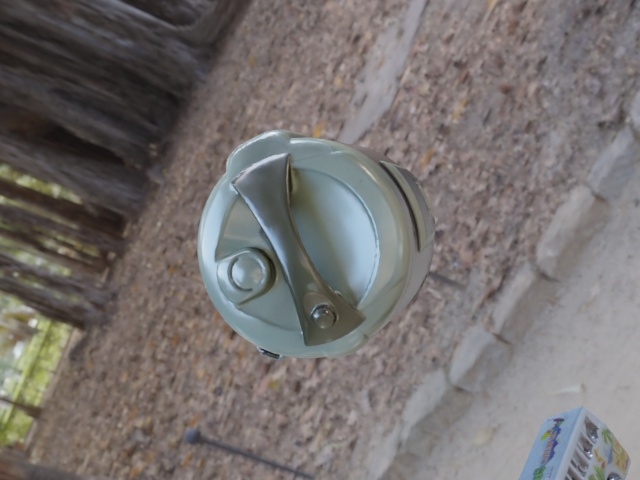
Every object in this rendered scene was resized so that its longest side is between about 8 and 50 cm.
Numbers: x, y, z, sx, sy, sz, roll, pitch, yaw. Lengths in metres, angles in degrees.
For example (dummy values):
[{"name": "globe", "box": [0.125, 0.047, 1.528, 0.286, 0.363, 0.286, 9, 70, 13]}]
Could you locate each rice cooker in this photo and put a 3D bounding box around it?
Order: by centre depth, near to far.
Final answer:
[{"name": "rice cooker", "box": [0.000, 0.000, 1.445, 0.335, 0.335, 0.325, -65, -13, 9]}]

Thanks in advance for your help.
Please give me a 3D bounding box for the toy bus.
[{"name": "toy bus", "box": [0.334, 0.368, 1.332, 0.109, 0.136, 0.330, -27, 10, 34]}]
